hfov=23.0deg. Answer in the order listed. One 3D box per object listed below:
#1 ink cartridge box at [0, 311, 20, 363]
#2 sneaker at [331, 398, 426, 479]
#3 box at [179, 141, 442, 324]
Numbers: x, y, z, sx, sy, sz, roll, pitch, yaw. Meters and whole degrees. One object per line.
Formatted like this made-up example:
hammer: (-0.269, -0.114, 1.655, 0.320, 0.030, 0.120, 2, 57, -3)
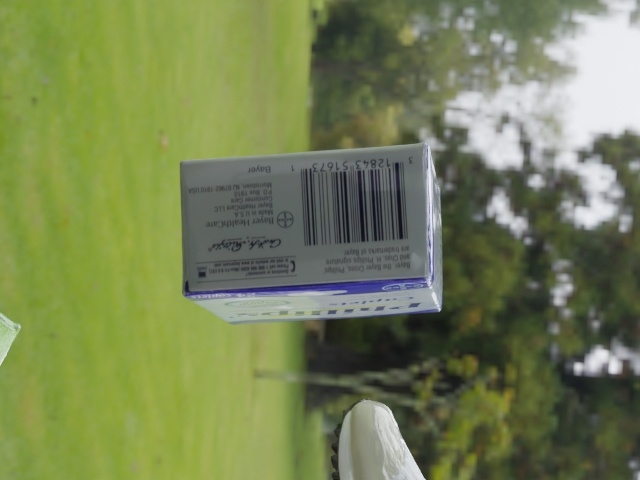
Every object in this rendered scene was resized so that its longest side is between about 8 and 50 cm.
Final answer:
ink cartridge box: (-0.322, 0.116, 0.899, 0.255, 0.188, 0.097, -64, 152, -14)
sneaker: (0.056, 0.131, 0.588, 0.057, 0.075, 0.161, 62, 11, -66)
box: (0.000, 0.000, 0.829, 0.137, 0.126, 0.072, 49, 38, -79)
